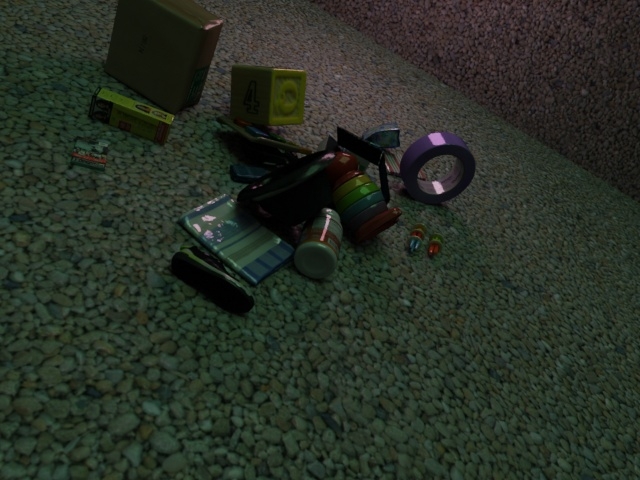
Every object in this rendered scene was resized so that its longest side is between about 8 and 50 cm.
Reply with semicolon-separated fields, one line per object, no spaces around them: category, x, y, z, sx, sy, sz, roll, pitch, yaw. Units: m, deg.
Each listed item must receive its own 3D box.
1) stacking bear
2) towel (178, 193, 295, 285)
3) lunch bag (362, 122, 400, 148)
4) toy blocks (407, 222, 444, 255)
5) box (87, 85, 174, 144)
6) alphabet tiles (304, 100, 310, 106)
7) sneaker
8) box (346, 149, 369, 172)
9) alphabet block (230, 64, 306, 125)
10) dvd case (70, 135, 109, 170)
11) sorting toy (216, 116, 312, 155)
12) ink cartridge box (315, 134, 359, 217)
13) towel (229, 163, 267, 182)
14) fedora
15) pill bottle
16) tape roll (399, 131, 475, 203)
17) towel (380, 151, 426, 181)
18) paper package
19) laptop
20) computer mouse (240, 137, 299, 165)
stacking bear;0.110;-0.154;1.752;0.289;0.164;0.175;59;-3;9
towel;-0.223;-0.011;1.504;0.285;0.034;0.209;39;36;11
lunch bag;0.253;-0.433;2.305;0.151;0.096;0.129;-3;23;2
toy blocks;0.358;0.012;1.883;0.123;0.054;0.148;31;35;2
box;-0.566;-0.372;1.654;0.232;0.087;0.058;20;38;-17
alphabet tiles;-0.180;-0.639;2.334;0.198;0.009;0.237;-11;53;-44
sneaker;-0.247;0.079;1.330;0.234;0.084;0.097;34;34;4
box;0.141;-0.319;2.104;0.101;0.087;0.102;27;35;-5
alphabet block;-0.186;-0.515;1.955;0.197;0.194;0.192;17;23;33
dvd case;-0.627;-0.238;1.504;0.087;0.013;0.119;12;40;-25
sorting toy;-0.176;-0.359;1.889;0.229;0.041;0.307;33;18;36
ink cartridge box;0.049;-0.231;1.914;0.165;0.065;0.333;40;33;-19
towel;-0.226;-0.210;1.750;0.119;0.029;0.067;3;44;-33
fedora;-0.076;-0.133;1.583;0.153;0.334;0.334;63;33;-13
pill bottle;0.000;0.000;1.578;0.121;0.121;0.216;25;35;-7
tape roll;0.446;-0.274;2.109;0.274;0.275;0.090;13;38;-23
towel;0.334;-0.306;2.287;0.197;0.029;0.144;8;40;-25
paper package;-0.514;-0.639;1.811;0.309;0.325;0.168;33;34;4
laptop;0.143;-0.243;1.871;0.264;0.137;0.234;29;-3;3
computer mouse;-0.149;-0.258;1.846;0.262;0.060;0.184;4;37;-50
